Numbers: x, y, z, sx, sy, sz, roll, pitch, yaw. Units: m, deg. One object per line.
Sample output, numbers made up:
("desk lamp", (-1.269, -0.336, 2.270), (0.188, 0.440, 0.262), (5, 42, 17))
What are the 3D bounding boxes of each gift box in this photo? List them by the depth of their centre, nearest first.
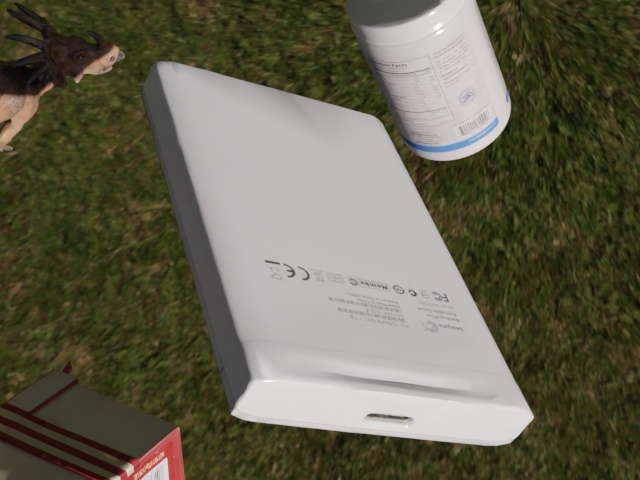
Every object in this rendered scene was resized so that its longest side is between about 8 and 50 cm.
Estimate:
("gift box", (-0.328, 0.311, 1.371), (0.258, 0.255, 0.276), (15, 118, 29))

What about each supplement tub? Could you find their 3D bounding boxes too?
("supplement tub", (0.064, -0.104, 0.629), (0.071, 0.071, 0.107), (-17, 134, 13))

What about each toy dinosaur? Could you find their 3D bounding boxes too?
("toy dinosaur", (-0.403, -0.184, 1.327), (0.127, 0.295, 0.200), (52, 139, -4))

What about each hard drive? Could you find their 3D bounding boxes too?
("hard drive", (0.000, 0.000, 0.853), (0.233, 0.353, 0.047), (11, 128, -30))
